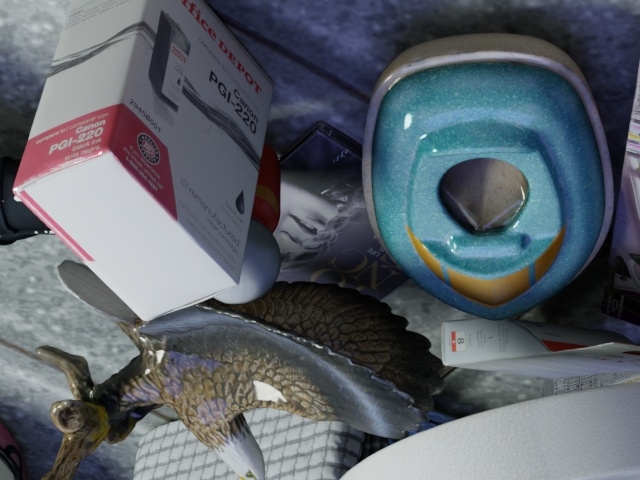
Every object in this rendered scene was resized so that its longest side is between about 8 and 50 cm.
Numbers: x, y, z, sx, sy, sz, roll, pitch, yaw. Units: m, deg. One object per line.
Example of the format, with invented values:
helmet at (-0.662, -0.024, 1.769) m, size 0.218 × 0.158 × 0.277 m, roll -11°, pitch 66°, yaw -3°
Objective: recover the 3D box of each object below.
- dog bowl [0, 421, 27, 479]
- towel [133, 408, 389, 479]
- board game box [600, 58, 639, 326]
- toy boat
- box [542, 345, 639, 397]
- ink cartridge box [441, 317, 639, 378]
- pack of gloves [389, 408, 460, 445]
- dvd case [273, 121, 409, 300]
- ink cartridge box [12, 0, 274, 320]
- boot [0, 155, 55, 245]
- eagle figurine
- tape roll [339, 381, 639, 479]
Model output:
dog bowl at (-0.484, 0.267, 1.822) m, size 0.408 × 0.150 × 0.408 m, roll 6°, pitch 140°, yaw 5°
towel at (-0.056, 0.262, 1.657) m, size 0.283 × 0.235 × 0.121 m, roll -21°, pitch 133°, yaw 33°
board game box at (0.324, -0.013, 1.316) m, size 0.208 × 0.056 × 0.347 m, roll 16°, pitch 150°, yaw 14°
toy boat at (0.063, -0.023, 1.348) m, size 0.318 × 0.148 × 0.267 m, roll -5°, pitch 133°, yaw 12°
box at (0.343, 0.160, 1.584) m, size 0.231 × 0.056 × 0.183 m, roll -21°, pitch 130°, yaw 32°
ink cartridge box at (0.211, 0.082, 1.458) m, size 0.145 × 0.045 × 0.179 m, roll 10°, pitch 163°, yaw -42°
pack of gloves at (0.149, 0.250, 1.740) m, size 0.232 × 0.046 × 0.195 m, roll 17°, pitch 140°, yaw -7°
dvd case at (0.000, 0.000, 1.507) m, size 0.164 × 0.018 × 0.221 m, roll 31°, pitch 136°, yaw -22°
ink cartridge box at (-0.121, -0.078, 1.290) m, size 0.092 × 0.218 × 0.158 m, roll -21°, pitch 130°, yaw 26°
boot at (-0.239, -0.054, 1.386) m, size 0.207 × 0.094 × 0.246 m, roll -10°, pitch 166°, yaw 27°
eagle figurine at (-0.063, 0.108, 1.432) m, size 0.298 × 0.226 × 0.225 m, roll -20°, pitch 137°, yaw 12°
tape roll at (0.205, 0.208, 1.454) m, size 0.392 × 0.072 × 0.392 m, roll -8°, pitch 159°, yaw -3°
